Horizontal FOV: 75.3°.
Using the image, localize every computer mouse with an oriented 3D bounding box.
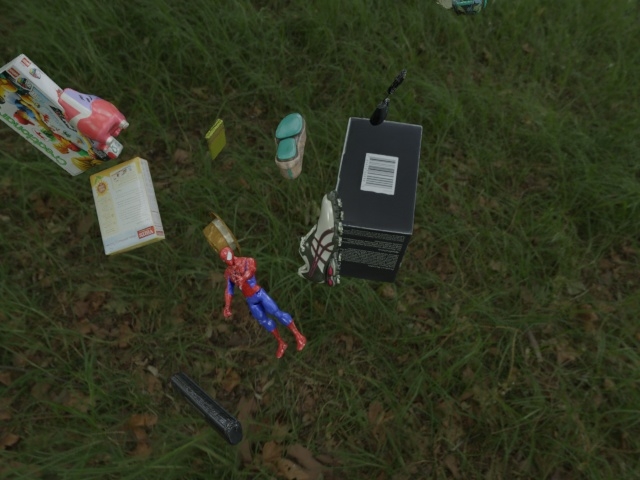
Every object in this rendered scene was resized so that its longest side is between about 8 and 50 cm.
[{"bbox_3d":[0.220,-0.446,1.324,0.041,0.242,0.071,41,65,2],"label":"computer mouse"}]

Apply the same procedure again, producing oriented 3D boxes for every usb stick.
[{"bbox_3d":[-0.288,0.413,1.035,0.278,0.077,0.045,17,41,41],"label":"usb stick"}]

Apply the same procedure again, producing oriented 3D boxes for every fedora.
[{"bbox_3d":[-0.367,-0.010,1.508,0.079,0.194,0.194,-36,67,-17],"label":"fedora"}]

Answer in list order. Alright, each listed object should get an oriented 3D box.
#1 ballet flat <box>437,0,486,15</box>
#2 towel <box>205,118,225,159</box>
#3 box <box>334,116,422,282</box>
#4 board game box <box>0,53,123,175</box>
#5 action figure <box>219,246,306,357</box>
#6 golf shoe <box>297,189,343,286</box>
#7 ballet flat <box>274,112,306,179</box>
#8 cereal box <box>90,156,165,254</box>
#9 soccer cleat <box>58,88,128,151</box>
[{"bbox_3d":[0.246,-0.455,0.762,0.070,0.070,0.188,10,34,-5],"label":"ballet flat"},{"bbox_3d":[-0.449,-0.430,1.782,0.021,0.237,0.102,36,76,-1],"label":"towel"},{"bbox_3d":[0.212,-0.145,1.675,0.297,0.471,0.479,9,65,5],"label":"box"},{"bbox_3d":[-0.715,-0.315,1.103,0.193,0.305,0.053,-14,48,25],"label":"board game box"},{"bbox_3d":[-0.141,0.144,0.875,0.280,0.091,0.139,59,20,-13],"label":"action figure"},{"bbox_3d":[0.000,0.000,1.087,0.120,0.272,0.105,6,27,5],"label":"golf shoe"},{"bbox_3d":[-0.100,-0.311,1.395,0.108,0.106,0.316,-6,42,12],"label":"ballet flat"},{"bbox_3d":[-0.549,-0.094,1.176,0.173,0.047,0.240,-16,83,13],"label":"cereal box"},{"bbox_3d":[-0.403,-0.216,0.738,0.095,0.248,0.083,40,82,-28],"label":"soccer cleat"}]
